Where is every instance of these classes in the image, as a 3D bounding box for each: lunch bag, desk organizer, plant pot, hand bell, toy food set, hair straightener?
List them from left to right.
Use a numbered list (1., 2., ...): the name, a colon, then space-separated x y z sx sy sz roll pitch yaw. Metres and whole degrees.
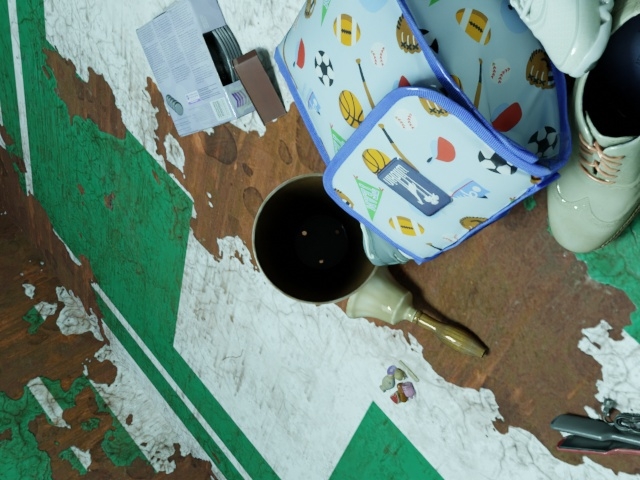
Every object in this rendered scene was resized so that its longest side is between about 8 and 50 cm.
1. desk organizer: -0.115 -0.286 1.504 0.130 0.050 0.047 62 -176 -31
2. plant pot: 0.000 0.000 1.421 0.215 0.215 0.230 59 -179 2
3. toy food set: 0.155 0.294 1.615 0.078 0.019 0.122 46 145 22
4. lunch bag: 0.126 -0.189 1.035 0.385 0.239 0.328 65 154 10
5. hand bell: 0.179 0.141 1.413 0.242 0.126 0.126 30 138 21
6. hair straightener: 0.440 0.282 1.194 0.230 0.047 0.089 -5 111 55

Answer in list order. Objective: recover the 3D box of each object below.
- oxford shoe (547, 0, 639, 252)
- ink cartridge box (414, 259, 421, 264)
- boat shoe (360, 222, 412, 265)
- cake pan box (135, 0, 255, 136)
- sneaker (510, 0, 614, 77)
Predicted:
1. oxford shoe: 0.326 -0.124 0.929 0.140 0.146 0.397 25 136 25
2. ink cartridge box: 0.120 -0.129 1.299 0.311 0.065 0.186 55 147 12
3. boat shoe: 0.050 -0.101 1.243 0.099 0.116 0.319 -26 98 41
4. cake pan box: -0.253 -0.350 1.630 0.267 0.070 0.246 -5 113 55
5. sneaker: 0.224 -0.298 0.876 0.110 0.118 0.292 113 148 -58
